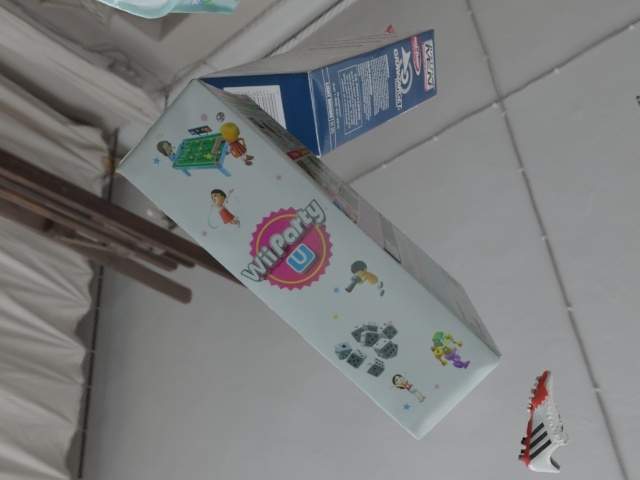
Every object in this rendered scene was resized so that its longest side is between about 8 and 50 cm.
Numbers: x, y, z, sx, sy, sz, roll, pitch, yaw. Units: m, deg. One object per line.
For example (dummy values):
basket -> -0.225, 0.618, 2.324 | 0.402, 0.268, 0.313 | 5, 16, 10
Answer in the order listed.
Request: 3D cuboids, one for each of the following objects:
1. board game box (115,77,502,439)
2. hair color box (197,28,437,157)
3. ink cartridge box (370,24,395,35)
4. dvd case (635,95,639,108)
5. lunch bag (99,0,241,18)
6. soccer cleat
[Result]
board game box -> 0.000, 0.000, 0.599 | 0.097, 0.303, 0.224 | -47, -177, 9
hair color box -> 0.015, -0.210, 0.939 | 0.173, 0.347, 0.105 | 7, -64, 33
ink cartridge box -> 0.127, -0.302, 1.218 | 0.056, 0.135, 0.099 | -21, -156, 27
dvd case -> 0.506, -0.108, 0.862 | 0.018, 0.165, 0.221 | -35, -158, -3
lunch bag -> -0.159, -0.374, 0.757 | 0.160, 0.262, 0.223 | 52, -54, 8
soccer cleat -> 0.180, 0.143, 0.537 | 0.035, 0.029, 0.083 | 11, -81, 21
